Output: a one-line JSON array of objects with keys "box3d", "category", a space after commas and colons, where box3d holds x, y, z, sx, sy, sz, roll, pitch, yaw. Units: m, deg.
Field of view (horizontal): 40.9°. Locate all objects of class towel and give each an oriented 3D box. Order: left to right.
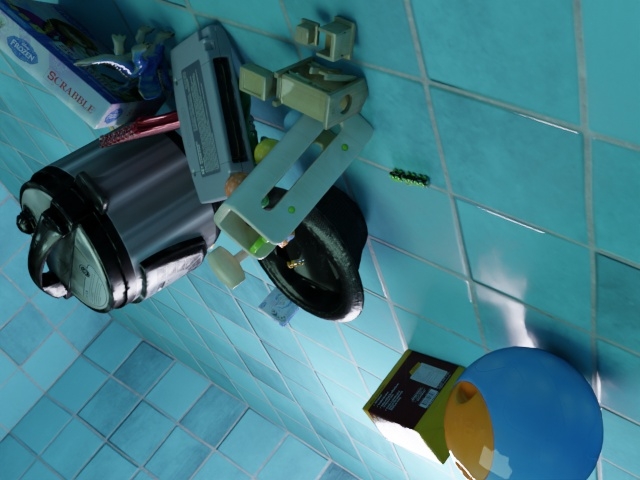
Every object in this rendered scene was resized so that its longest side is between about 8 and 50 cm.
[{"box3d": [-0.328, -0.238, 1.759, 0.274, 0.198, 0.031, -3, 104, 60], "category": "towel"}]

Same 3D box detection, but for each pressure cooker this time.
[{"box3d": [-0.483, -0.040, 1.965, 0.375, 0.420, 0.370, 15, 131, 44], "category": "pressure cooker"}]

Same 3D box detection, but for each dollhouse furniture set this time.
[{"box3d": [-0.022, -0.289, 1.321, 0.181, 0.101, 0.161, 29, 131, 28], "category": "dollhouse furniture set"}]

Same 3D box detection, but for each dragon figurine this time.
[{"box3d": [-0.340, -0.311, 1.600, 0.085, 0.289, 0.144, 15, 120, 15], "category": "dragon figurine"}]

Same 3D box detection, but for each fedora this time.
[{"box3d": [0.000, 0.000, 1.701, 0.334, 0.152, 0.334, 32, 148, 23], "category": "fedora"}]

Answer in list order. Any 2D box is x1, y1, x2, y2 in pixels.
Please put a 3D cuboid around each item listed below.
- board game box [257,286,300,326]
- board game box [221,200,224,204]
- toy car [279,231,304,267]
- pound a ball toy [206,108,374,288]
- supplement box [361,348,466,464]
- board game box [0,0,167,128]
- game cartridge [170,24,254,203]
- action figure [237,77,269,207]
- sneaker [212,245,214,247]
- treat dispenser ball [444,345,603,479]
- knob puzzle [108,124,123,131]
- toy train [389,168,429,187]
[{"box3d": [-0.107, 0.176, 2.313, 0.090, 0.090, 0.020, 33, 154, 18], "category": "board game box"}, {"box3d": [-0.285, -0.089, 2.149, 0.147, 0.045, 0.193, 47, 157, -17], "category": "board game box"}, {"box3d": [-0.056, 0.000, 1.599, 0.040, 0.060, 0.122, -14, 149, 8], "category": "toy car"}, {"box3d": [-0.078, -0.088, 1.441, 0.135, 0.319, 0.208, 42, 159, -4], "category": "pound a ball toy"}, {"box3d": [0.243, 0.386, 2.010, 0.194, 0.191, 0.129, 12, 145, 51], "category": "supplement box"}, {"box3d": [-0.492, -0.358, 1.713, 0.318, 0.066, 0.318, 41, -166, -2], "category": "board game box"}, {"box3d": [-0.201, -0.221, 1.560, 0.198, 0.062, 0.298, -3, 98, 65], "category": "game cartridge"}, {"box3d": [-0.133, -0.173, 1.572, 0.137, 0.063, 0.232, -7, 94, 65], "category": "action figure"}, {"box3d": [-0.375, -0.020, 2.387, 0.208, 0.081, 0.094, 20, 153, 40], "category": "sneaker"}, {"box3d": [0.372, 0.340, 1.579, 0.288, 0.288, 0.288, 34, 158, 16], "category": "treat dispenser ball"}, {"box3d": [-0.487, -0.277, 2.139, 0.213, 0.030, 0.213, 33, 157, 16], "category": "knob puzzle"}, {"box3d": [0.151, -0.103, 1.450, 0.083, 0.017, 0.024, 19, 160, 42], "category": "toy train"}]
